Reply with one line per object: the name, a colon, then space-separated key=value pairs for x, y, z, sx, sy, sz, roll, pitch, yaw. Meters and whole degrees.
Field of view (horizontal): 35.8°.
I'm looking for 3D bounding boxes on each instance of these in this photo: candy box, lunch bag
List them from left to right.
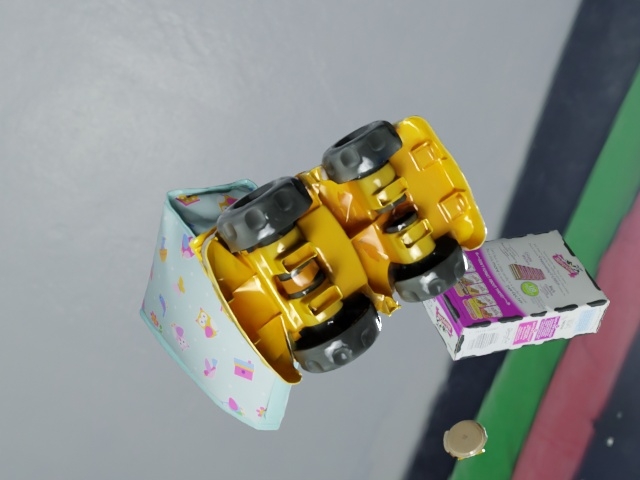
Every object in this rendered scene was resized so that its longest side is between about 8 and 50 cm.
lunch bag: x=-0.101 y=0.085 z=1.267 sx=0.262 sy=0.160 sz=0.223 roll=47 pitch=-45 yaw=34
candy box: x=0.269 y=0.075 z=1.425 sx=0.159 sy=0.233 sz=0.071 roll=-115 pitch=-157 yaw=-43

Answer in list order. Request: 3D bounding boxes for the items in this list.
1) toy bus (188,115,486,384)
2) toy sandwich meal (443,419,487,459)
toy bus: x=0.000 y=0.000 z=0.860 sx=0.220 sy=0.149 sz=0.211 roll=-34 pitch=-168 yaw=-13
toy sandwich meal: x=0.272 y=0.376 z=1.859 sx=0.085 sy=0.029 sz=0.086 roll=-16 pitch=-133 yaw=17
